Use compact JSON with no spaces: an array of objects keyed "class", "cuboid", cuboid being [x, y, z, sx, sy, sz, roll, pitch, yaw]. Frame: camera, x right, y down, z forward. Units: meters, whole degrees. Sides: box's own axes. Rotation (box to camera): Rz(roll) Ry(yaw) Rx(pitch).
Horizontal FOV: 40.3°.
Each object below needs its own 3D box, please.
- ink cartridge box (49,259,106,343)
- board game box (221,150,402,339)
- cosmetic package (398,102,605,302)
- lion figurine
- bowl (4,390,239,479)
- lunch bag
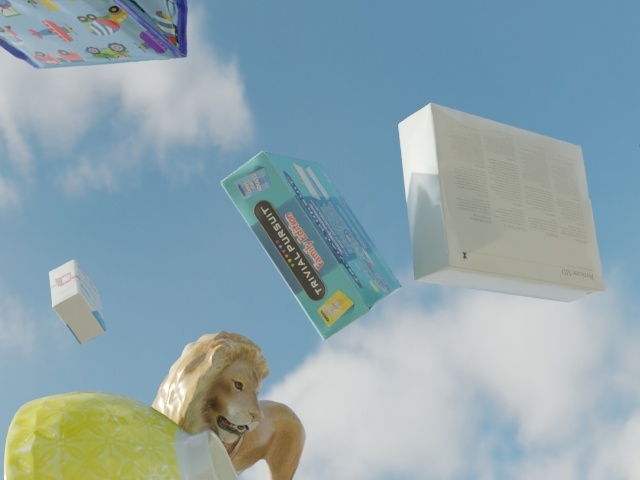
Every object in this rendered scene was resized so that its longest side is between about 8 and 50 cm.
[{"class":"ink cartridge box","cuboid":[-0.403,0.100,1.447,0.052,0.122,0.088,-28,-58,-4]},{"class":"board game box","cuboid":[0.000,0.000,1.301,0.079,0.254,0.336,-35,-5,12]},{"class":"cosmetic package","cuboid":[0.317,-0.055,1.509,0.377,0.284,0.097,10,-25,-33]},{"class":"lion figurine","cuboid":[-0.103,0.248,1.088,0.240,0.142,0.392,-62,-21,-6]},{"class":"bowl","cuboid":[-0.157,0.261,0.827,0.156,0.289,0.289,-22,-50,0]},{"class":"lunch bag","cuboid":[-0.305,-0.286,0.911,0.221,0.138,0.293,1,-5,23]}]
